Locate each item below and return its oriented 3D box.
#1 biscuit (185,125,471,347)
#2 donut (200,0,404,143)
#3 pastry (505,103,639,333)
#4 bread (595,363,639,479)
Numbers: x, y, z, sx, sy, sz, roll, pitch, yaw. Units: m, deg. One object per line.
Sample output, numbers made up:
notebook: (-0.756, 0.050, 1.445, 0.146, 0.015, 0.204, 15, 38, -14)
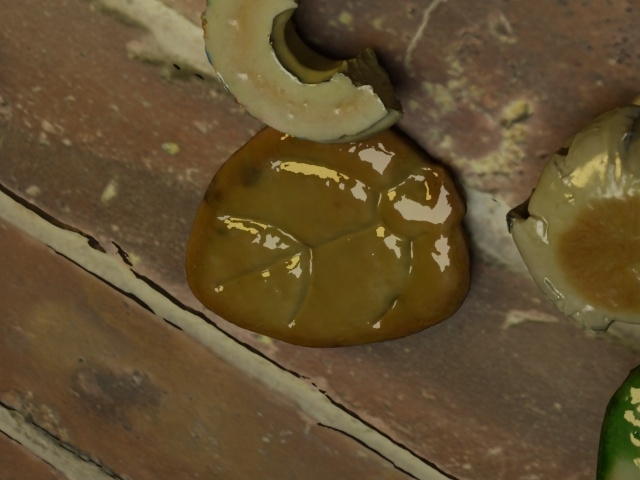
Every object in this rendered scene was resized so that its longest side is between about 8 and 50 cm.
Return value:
biscuit: (-0.001, 0.003, 1.167, 0.260, 0.041, 0.203, -21, 112, 32)
donut: (-0.019, -0.137, 1.063, 0.108, 0.065, 0.166, -26, 110, 36)
pastry: (0.216, -0.012, 1.026, 0.166, 0.088, 0.165, 13, 126, 18)
bread: (0.365, 0.195, 0.968, 0.382, 0.129, 0.366, -41, 66, 23)
